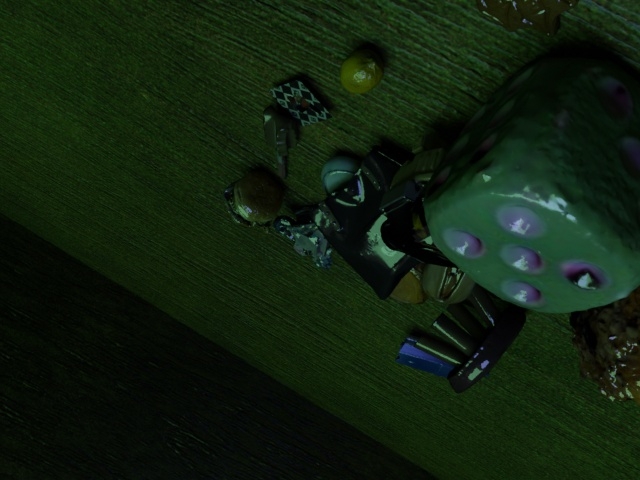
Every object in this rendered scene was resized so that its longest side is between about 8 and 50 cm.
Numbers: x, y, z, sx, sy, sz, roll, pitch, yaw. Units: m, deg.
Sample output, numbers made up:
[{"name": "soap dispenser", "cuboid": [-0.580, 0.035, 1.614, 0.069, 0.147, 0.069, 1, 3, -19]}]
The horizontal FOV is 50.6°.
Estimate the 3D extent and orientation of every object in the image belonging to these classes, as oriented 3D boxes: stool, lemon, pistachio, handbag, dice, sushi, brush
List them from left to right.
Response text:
[{"name": "brush", "cuboid": [-0.096, -0.231, 1.691, 0.084, 0.071, 0.301, 42, 164, 15]}, {"name": "sushi", "cuboid": [-0.040, -0.316, 1.524, 0.120, 0.026, 0.126, 44, 154, -27]}, {"name": "lemon", "cuboid": [0.081, -0.330, 1.320, 0.082, 0.082, 0.111, 38, 155, -11]}, {"name": "handbag", "cuboid": [0.150, -0.049, 1.569, 0.288, 0.152, 0.342, 40, 126, -7]}, {"name": "pistachio", "cuboid": [0.324, 0.066, 1.655, 0.130, 0.131, 0.206, 17, 121, 0]}, {"name": "stool", "cuboid": [0.389, 0.246, 1.775, 0.178, 0.272, 0.272, 42, 154, 12]}, {"name": "dice", "cuboid": [0.391, -0.091, 1.142, 0.330, 0.322, 0.318, 39, 152, -11]}]

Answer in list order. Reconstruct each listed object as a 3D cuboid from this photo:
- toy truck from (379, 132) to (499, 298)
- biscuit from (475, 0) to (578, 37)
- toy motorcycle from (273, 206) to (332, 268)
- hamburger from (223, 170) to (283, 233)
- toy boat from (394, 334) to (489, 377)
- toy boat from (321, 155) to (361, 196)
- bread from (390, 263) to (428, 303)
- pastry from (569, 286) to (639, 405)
[{"name": "toy truck", "cuboid": [0.321, -0.042, 1.380, 0.405, 0.254, 0.181, 26, 158, -19]}, {"name": "biscuit", "cuboid": [0.307, -0.396, 1.039, 0.215, 0.034, 0.182, 46, 149, -25]}, {"name": "toy motorcycle", "cuboid": [0.003, -0.004, 1.890, 0.239, 0.108, 0.204, 4, 133, 47]}, {"name": "hamburger", "cuboid": [-0.177, -0.101, 1.861, 0.131, 0.159, 0.185, -17, 99, 51]}, {"name": "toy boat", "cuboid": [0.395, 0.383, 2.164, 0.295, 0.088, 0.129, 16, 150, 5]}, {"name": "toy boat", "cuboid": [0.090, -0.131, 1.648, 0.208, 0.078, 0.134, 36, 138, -23]}, {"name": "bread", "cuboid": [0.225, 0.074, 1.807, 0.199, 0.104, 0.199, 27, 150, 17]}, {"name": "pastry", "cuboid": [0.641, 0.162, 1.318, 0.292, 0.337, 0.405, 0, 171, 18]}]
